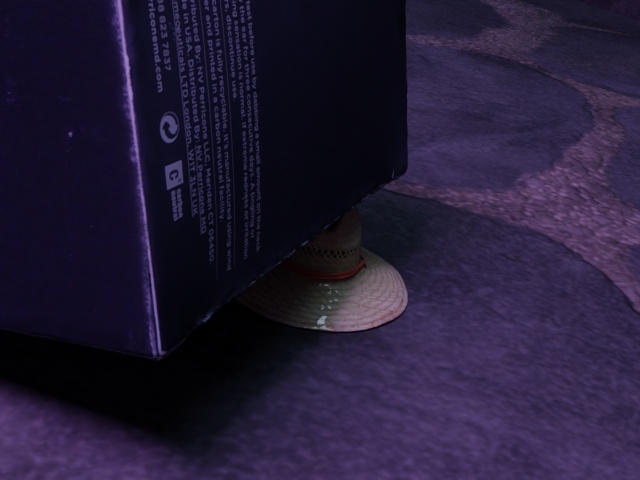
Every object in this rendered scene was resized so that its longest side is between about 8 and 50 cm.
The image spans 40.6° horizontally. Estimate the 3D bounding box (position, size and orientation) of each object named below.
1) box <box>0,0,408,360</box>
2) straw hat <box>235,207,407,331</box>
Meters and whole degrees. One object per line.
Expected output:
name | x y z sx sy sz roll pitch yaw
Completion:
box | -0.157 -0.096 0.539 0.343 0.179 0.312 6 21 24
straw hat | 0.000 0.000 0.606 0.144 0.061 0.144 9 25 -4
